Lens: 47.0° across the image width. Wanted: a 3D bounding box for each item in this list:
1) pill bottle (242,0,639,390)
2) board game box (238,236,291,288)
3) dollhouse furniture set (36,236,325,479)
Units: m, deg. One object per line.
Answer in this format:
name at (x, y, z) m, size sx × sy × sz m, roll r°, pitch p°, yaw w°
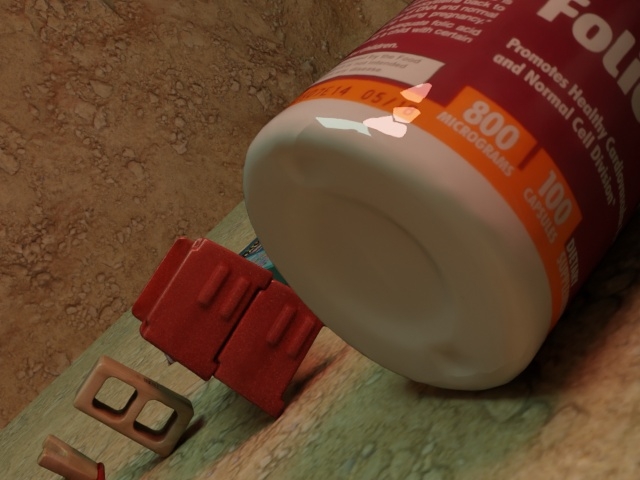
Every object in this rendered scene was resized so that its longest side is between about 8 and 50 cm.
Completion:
pill bottle at (0.150, -0.100, 0.549) m, size 0.392 × 0.224 × 0.224 m, roll -45°, pitch 13°, yaw -28°
board game box at (0.000, 0.000, 1.001) m, size 0.254 × 0.079 × 0.336 m, roll -45°, pitch 12°, yaw -32°
dollhouse furniture set at (-0.166, 0.183, 0.746) m, size 0.374 × 0.152 × 0.201 m, roll -58°, pitch 14°, yaw -7°
